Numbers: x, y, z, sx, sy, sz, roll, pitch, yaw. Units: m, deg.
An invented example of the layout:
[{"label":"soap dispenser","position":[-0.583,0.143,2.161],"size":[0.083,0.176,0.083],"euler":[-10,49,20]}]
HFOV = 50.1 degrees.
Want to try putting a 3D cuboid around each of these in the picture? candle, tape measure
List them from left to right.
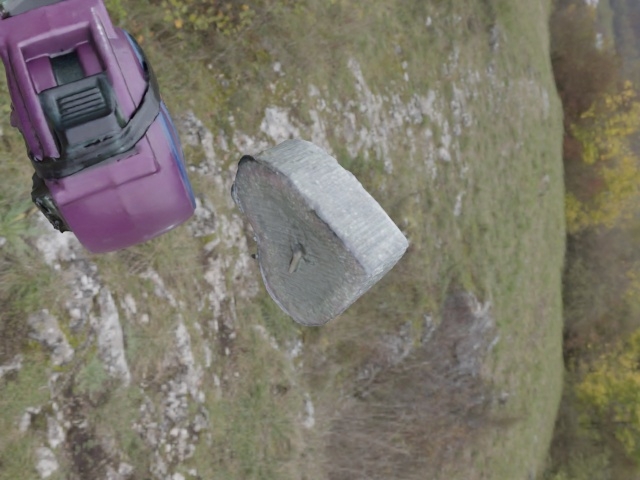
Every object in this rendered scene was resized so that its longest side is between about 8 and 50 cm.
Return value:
[{"label":"tape measure","position":[-0.227,-0.112,0.688],"size":[0.231,0.149,0.245],"euler":[91,-25,-62]},{"label":"candle","position":[0.000,0.000,0.657],"size":[0.068,0.168,0.192],"euler":[-36,126,-34]}]
